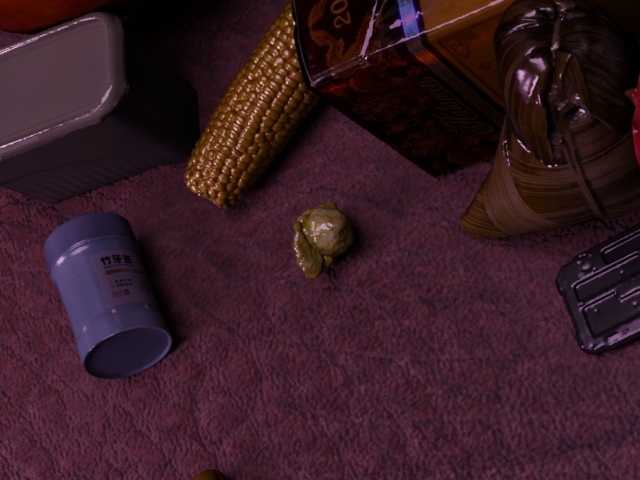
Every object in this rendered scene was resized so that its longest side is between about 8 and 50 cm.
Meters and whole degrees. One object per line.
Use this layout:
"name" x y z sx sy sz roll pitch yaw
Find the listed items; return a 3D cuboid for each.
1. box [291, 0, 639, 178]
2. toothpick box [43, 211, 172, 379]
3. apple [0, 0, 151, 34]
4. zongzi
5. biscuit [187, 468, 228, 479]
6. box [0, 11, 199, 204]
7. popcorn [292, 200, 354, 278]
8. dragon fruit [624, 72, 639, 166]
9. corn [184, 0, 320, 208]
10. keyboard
"box" 0.212 -0.209 1.633 0.415 0.264 0.116 -20 64 25
"toothpick box" -0.227 0.059 1.910 0.101 0.101 0.153 -34 59 17
"apple" -0.266 -0.381 1.978 0.365 0.295 0.328 18 96 56
"zongzi" 0.185 -0.091 1.598 0.288 0.286 0.134 -19 58 32
"biscuit" -0.144 0.325 1.752 0.183 0.039 0.174 -21 61 -8
"box" -0.282 -0.129 1.966 0.274 0.178 0.138 -16 64 27
"popcorn" -0.001 -0.002 1.806 0.083 0.059 0.068 -57 6 -27
"dragon fruit" 0.419 -0.095 1.417 0.305 0.226 0.305 -23 55 37
"corn" -0.051 -0.152 1.885 0.260 0.091 0.091 -55 45 4
"keyboard" 0.338 0.010 1.622 0.262 0.016 0.106 -29 60 20
